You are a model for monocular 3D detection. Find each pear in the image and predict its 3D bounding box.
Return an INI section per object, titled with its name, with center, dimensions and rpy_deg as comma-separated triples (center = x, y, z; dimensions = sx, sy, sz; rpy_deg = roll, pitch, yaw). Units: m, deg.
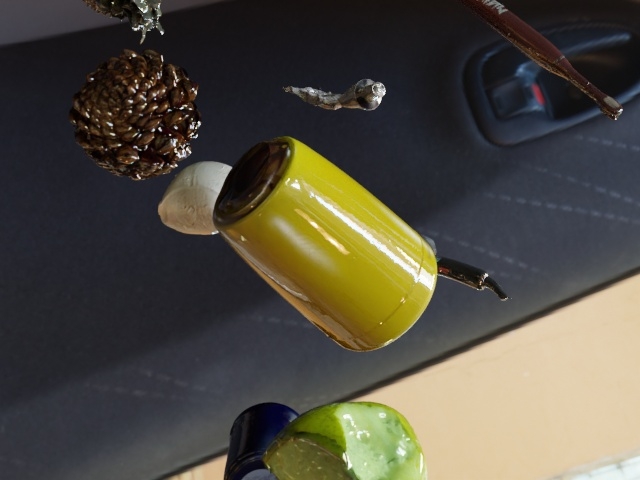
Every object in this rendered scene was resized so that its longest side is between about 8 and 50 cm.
[pear]
center = 0.082, 0.371, 1.357
dimensions = 0.292, 0.292, 0.159
rpy_deg = 3, 136, -49

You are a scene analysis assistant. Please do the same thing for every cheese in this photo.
[cheese]
center = -0.277, -0.109, 2.033
dimensions = 0.198, 0.155, 0.189
rpy_deg = 4, -149, 22

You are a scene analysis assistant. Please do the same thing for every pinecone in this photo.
[pinecone]
center = -0.305, -0.202, 1.406
dimensions = 0.221, 0.222, 0.221
rpy_deg = -16, 163, -5

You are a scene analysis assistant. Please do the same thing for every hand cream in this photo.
[hand cream]
center = 0.031, -0.250, 1.436
dimensions = 0.084, 0.050, 0.257
rpy_deg = -9, -167, -32

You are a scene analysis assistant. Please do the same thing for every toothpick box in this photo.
[toothpick box]
center = 0.000, 0.000, 1.024
dimensions = 0.175, 0.175, 0.271
rpy_deg = -29, 125, 33

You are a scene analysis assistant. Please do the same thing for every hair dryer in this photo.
[hair dryer]
center = 0.222, 0.057, 1.542
dimensions = 0.271, 0.091, 0.235
rpy_deg = 14, -161, 31

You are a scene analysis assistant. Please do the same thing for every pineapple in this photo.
[pineapple]
center = -0.295, -0.375, 1.265
dimensions = 0.125, 0.251, 0.125
rpy_deg = -15, 123, -24

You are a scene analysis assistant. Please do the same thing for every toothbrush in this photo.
[toothbrush]
center = 0.322, -0.305, 1.288
dimensions = 0.041, 0.364, 0.041
rpy_deg = -35, 154, -19

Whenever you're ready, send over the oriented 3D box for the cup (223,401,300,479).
[cup]
center = -0.092, 0.500, 1.749
dimensions = 0.178, 0.255, 0.256
rpy_deg = -29, -171, 4
